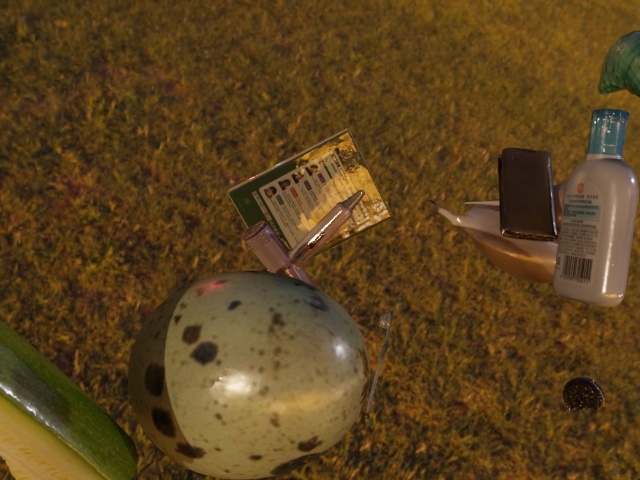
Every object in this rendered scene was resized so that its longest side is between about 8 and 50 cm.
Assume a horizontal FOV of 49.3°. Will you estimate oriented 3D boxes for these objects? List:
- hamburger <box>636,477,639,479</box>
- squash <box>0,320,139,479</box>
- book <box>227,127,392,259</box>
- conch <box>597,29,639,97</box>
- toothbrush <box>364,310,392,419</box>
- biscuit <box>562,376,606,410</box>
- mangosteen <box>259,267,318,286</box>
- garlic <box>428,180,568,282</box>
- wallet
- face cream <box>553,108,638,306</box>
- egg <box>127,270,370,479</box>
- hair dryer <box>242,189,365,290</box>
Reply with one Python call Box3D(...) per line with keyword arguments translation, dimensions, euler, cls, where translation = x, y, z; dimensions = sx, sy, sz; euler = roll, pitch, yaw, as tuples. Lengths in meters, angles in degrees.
Box3D(translation=(0.578, 0.490, 1.132), dimensions=(0.189, 0.215, 0.122), euler=(41, 32, 5), cls="hamburger")
Box3D(translation=(-0.352, 0.193, 0.819), dimensions=(0.289, 0.203, 0.111), euler=(46, 40, -22), cls="squash")
Box3D(translation=(-0.018, -0.072, 1.369), dimensions=(0.264, 0.202, 0.027), euler=(-28, 18, 4), cls="book")
Box3D(translation=(0.617, -0.310, 1.265), dimensions=(0.202, 0.134, 0.196), euler=(17, 36, 21), cls="conch")
Box3D(translation=(0.130, 0.267, 1.538), dimensions=(0.028, 0.026, 0.294), euler=(9, 45, 6), cls="toothbrush")
Box3D(translation=(0.543, 0.324, 1.443), dimensions=(0.027, 0.089, 0.087), euler=(-13, 32, -39), cls="biscuit")
Box3D(translation=(-0.088, 0.154, 1.924), dimensions=(0.217, 0.192, 0.192), euler=(-14, 51, -41), cls="mangosteen")
Box3D(translation=(0.448, -0.053, 1.472), dimensions=(0.340, 0.231, 0.246), euler=(9, 37, -28), cls="garlic")
Box3D(translation=(0.405, -0.093, 1.372), dimensions=(0.110, 0.031, 0.198), euler=(6, 62, 1), cls="wallet")
Box3D(translation=(0.486, -0.059, 1.224), dimensions=(0.080, 0.337, 0.163), euler=(6, 3, -15), cls="face cream")
Box3D(translation=(-0.101, 0.186, 0.970), dimensions=(0.379, 0.288, 0.287), euler=(-1, 17, 44), cls="egg")
Box3D(translation=(0.009, 0.008, 1.219), dimensions=(0.195, 0.220, 0.053), euler=(54, 10, -18), cls="hair dryer")
